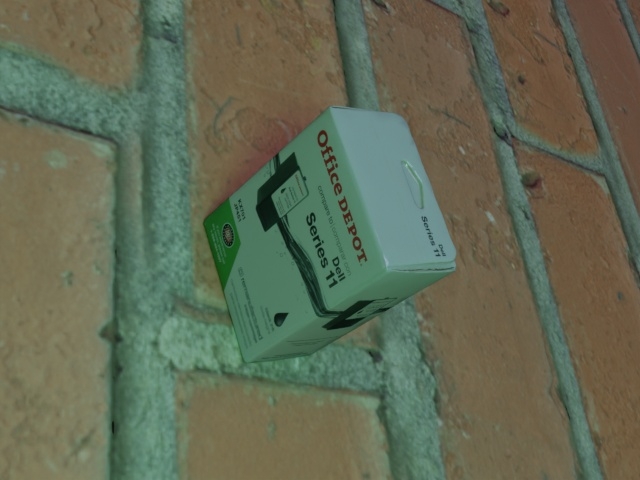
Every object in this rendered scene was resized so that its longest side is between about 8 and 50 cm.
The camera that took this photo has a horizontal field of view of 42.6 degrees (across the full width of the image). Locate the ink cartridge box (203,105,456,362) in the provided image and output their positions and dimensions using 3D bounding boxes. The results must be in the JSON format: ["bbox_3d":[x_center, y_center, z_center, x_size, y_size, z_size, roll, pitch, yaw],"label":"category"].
[{"bbox_3d":[0.000,0.000,0.720,0.086,0.208,0.153,-1,64,-42],"label":"ink cartridge box"}]
